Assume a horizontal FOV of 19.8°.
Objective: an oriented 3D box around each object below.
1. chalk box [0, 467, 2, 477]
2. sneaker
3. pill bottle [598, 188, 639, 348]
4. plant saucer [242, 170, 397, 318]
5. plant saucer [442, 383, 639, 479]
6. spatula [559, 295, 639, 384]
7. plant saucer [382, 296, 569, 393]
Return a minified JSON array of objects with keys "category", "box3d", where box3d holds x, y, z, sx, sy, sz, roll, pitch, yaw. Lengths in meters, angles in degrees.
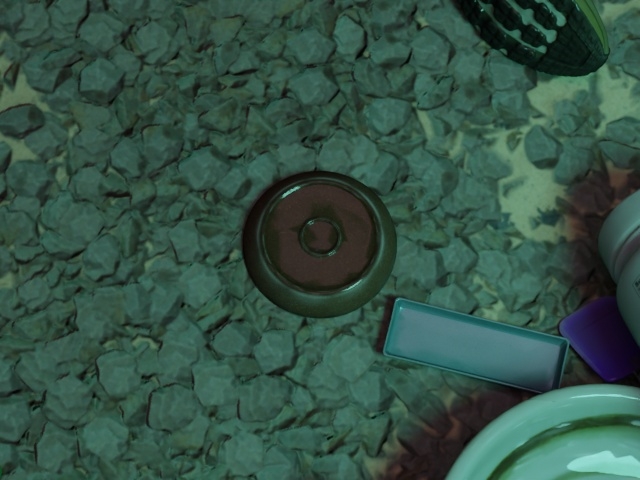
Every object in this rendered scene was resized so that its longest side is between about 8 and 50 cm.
[{"category":"chalk box","box3d":[-0.388,0.344,1.784,0.179,0.180,0.289,35,76,9]},{"category":"sneaker","box3d":[0.213,-0.371,2.060,0.182,0.158,0.410,-32,81,-29]},{"category":"pill bottle","box3d":[0.397,0.078,1.859,0.160,0.160,0.283,-17,46,-7]},{"category":"plant saucer","box3d":[0.000,0.000,1.985,0.168,0.029,0.168,1,73,-3]},{"category":"plant saucer","box3d":[0.289,0.346,1.832,0.400,0.100,0.401,3,67,-8]},{"category":"spatula","box3d":[0.367,0.184,1.937,0.084,0.030,0.296,-31,76,-12]},{"category":"plant saucer","box3d":[0.165,0.115,1.959,0.192,0.018,0.067,14,73,2]}]
